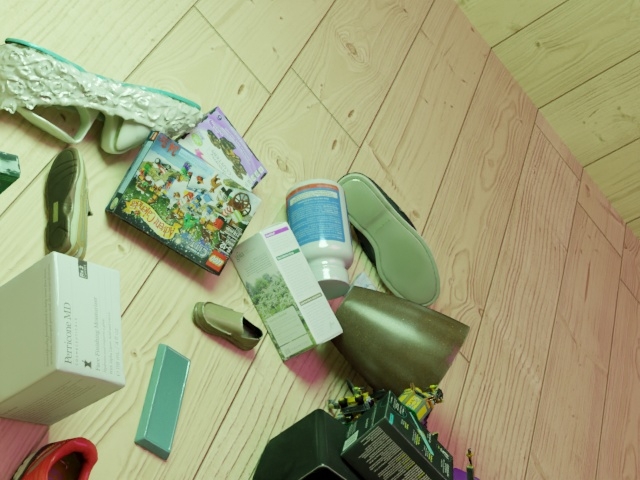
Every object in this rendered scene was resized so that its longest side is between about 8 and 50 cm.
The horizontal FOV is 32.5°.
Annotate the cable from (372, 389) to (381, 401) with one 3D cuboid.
[{"bbox_3d":[0.135,0.246,2.239,0.150,0.047,0.184,49,40,-8],"label":"cable"}]

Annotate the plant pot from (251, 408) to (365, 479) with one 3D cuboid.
[{"bbox_3d":[-0.003,0.400,1.840,0.187,0.188,0.167,39,26,-27],"label":"plant pot"}]

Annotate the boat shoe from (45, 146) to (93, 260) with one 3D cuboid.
[{"bbox_3d":[-0.398,-0.055,1.762,0.072,0.068,0.190,34,51,-51],"label":"boat shoe"}]

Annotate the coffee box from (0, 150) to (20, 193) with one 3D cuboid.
[{"bbox_3d":[-0.512,-0.070,1.511,0.113,0.184,0.040,13,53,-45],"label":"coffee box"}]

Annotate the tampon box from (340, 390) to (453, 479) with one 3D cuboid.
[{"bbox_3d":[0.128,0.353,1.797,0.161,0.101,0.120,46,14,-4],"label":"tampon box"}]

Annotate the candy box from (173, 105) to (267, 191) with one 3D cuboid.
[{"bbox_3d":[-0.206,-0.134,2.046,0.165,0.070,0.196,53,36,-12],"label":"candy box"}]

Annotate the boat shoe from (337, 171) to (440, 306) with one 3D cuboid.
[{"bbox_3d":[0.146,-0.009,2.369,0.340,0.127,0.113,49,13,-12],"label":"boat shoe"}]

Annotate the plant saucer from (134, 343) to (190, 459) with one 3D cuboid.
[{"bbox_3d":[-0.249,0.254,1.760,0.067,0.018,0.192,38,39,-29],"label":"plant saucer"}]

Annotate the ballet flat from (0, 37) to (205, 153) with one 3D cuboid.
[{"bbox_3d":[-0.384,-0.220,1.861,0.409,0.147,0.147,16,54,-42],"label":"ballet flat"}]

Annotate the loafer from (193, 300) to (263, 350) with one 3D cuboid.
[{"bbox_3d":[-0.159,0.143,1.925,0.148,0.050,0.056,31,44,-36],"label":"loafer"}]

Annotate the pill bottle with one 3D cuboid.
[{"bbox_3d":[0.000,0.000,2.166,0.124,0.124,0.221,24,48,-41],"label":"pill bottle"}]

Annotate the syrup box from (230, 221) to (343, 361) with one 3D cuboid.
[{"bbox_3d":[-0.066,0.093,2.041,0.096,0.093,0.237,-21,82,-55],"label":"syrup box"}]

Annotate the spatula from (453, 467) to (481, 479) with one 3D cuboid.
[{"bbox_3d":[0.237,0.455,2.223,0.296,0.030,0.084,42,37,-24],"label":"spatula"}]

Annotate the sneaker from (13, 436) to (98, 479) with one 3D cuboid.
[{"bbox_3d":[-0.374,0.363,1.430,0.107,0.118,0.279,43,38,-23],"label":"sneaker"}]

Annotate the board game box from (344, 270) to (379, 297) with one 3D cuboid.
[{"bbox_3d":[0.095,0.123,2.290,0.090,0.020,0.090,54,35,-11],"label":"board game box"}]

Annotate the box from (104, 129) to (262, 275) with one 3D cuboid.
[{"bbox_3d":[-0.233,-0.062,1.899,0.233,0.044,0.159,33,80,-30],"label":"box"}]

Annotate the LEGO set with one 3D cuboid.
[{"bbox_3d":[0.165,0.388,1.993,0.331,0.255,0.192,61,34,-5],"label":"LEGO set"}]

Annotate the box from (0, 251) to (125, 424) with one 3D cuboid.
[{"bbox_3d":[-0.376,0.140,1.534,0.119,0.182,0.181,21,51,-44],"label":"box"}]

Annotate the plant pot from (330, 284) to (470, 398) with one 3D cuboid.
[{"bbox_3d":[0.131,0.191,2.100,0.230,0.215,0.215,34,36,3],"label":"plant pot"}]
